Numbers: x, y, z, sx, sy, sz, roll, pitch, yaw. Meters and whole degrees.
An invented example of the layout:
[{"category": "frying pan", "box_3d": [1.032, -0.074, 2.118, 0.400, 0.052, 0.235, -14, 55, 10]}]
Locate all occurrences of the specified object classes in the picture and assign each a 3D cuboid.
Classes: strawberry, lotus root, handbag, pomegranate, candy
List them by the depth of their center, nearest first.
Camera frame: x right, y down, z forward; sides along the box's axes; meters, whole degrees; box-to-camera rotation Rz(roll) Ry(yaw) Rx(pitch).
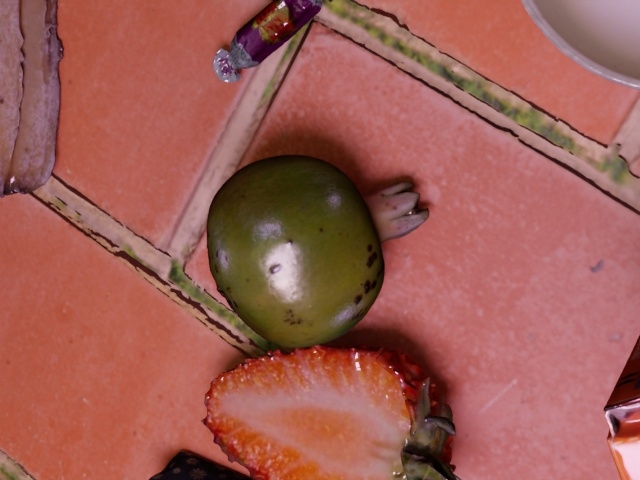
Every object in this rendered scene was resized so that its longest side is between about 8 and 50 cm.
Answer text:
[{"category": "pomegranate", "box_3d": [0.000, 0.000, 0.860, 0.209, 0.180, 0.180, -23, 87, -6]}, {"category": "strawberry", "box_3d": [0.026, 0.182, 0.901, 0.286, 0.106, 0.188, 12, 97, 34]}, {"category": "candy", "box_3d": [-0.041, -0.214, 0.909, 0.175, 0.043, 0.045, -35, 84, 26]}, {"category": "lotus root", "box_3d": [-0.359, -0.210, 0.986, 0.078, 0.167, 0.329, 6, 92, 37]}, {"category": "handbag", "box_3d": [-0.127, 0.309, 1.002, 0.115, 0.072, 0.139, 17, 116, 18]}]

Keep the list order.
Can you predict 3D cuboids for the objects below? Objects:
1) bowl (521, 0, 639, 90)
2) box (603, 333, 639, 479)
[{"category": "bowl", "box_3d": [0.286, -0.247, 0.712, 0.277, 0.145, 0.277, 3, 99, 21]}, {"category": "box", "box_3d": [0.390, 0.143, 0.606, 0.318, 0.348, 0.257, -20, 89, 25]}]
